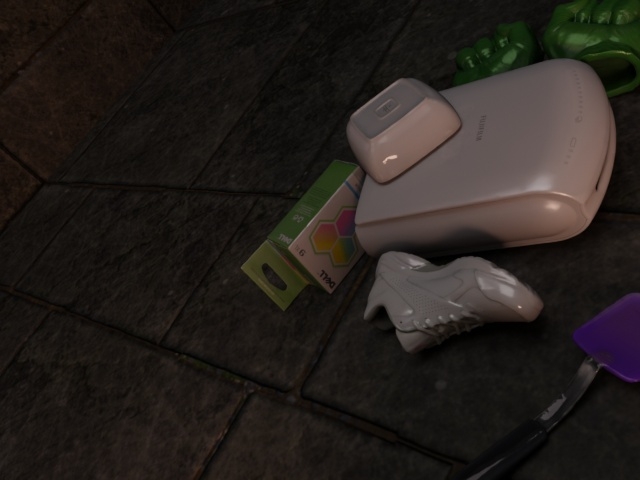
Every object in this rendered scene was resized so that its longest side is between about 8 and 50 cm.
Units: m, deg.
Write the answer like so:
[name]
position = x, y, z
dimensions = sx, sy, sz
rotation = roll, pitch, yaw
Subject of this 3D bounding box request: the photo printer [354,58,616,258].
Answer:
[photo printer]
position = 0.213, -0.103, 0.828
dimensions = 0.307, 0.107, 0.256
rotation = -9, 47, 36

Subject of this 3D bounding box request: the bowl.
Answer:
[bowl]
position = 0.099, -0.157, 0.851
dimensions = 0.142, 0.053, 0.142
rotation = -36, 34, 7

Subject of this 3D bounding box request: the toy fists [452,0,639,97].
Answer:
[toy fists]
position = 0.318, -0.261, 0.910
dimensions = 0.279, 0.096, 0.142
rotation = -11, 45, 36

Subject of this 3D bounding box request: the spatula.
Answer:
[spatula]
position = 0.224, 0.159, 0.611
dimensions = 0.296, 0.030, 0.084
rotation = -42, 39, -2

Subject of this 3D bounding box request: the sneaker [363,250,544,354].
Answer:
[sneaker]
position = 0.142, 0.082, 0.732
dimensions = 0.232, 0.090, 0.115
rotation = 1, 59, 53

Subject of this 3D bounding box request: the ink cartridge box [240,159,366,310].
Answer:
[ink cartridge box]
position = 0.000, 0.000, 0.908
dimensions = 0.209, 0.109, 0.062
rotation = -49, 36, -12
